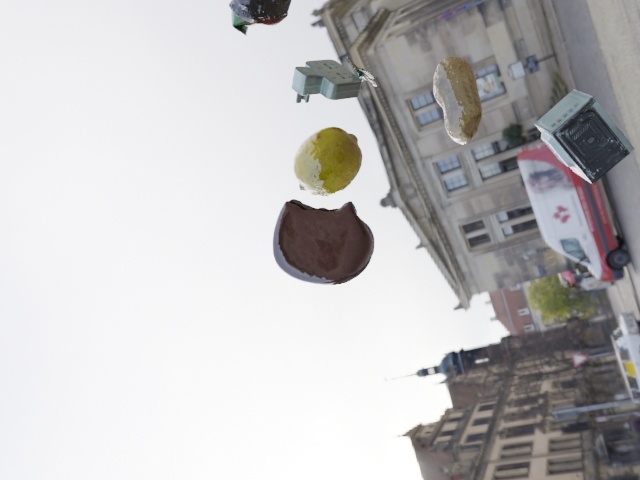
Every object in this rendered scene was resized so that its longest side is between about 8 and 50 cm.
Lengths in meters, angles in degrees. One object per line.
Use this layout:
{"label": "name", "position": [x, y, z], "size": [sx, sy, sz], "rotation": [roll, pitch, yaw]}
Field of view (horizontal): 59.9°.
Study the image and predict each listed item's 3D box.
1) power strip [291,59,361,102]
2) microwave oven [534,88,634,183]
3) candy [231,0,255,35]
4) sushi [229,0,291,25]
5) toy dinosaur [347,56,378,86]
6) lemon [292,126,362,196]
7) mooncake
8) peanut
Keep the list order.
{"label": "power strip", "position": [0.005, -0.645, 2.305], "size": [0.260, 0.141, 0.229], "rotation": [-16, -134, -33]}
{"label": "microwave oven", "position": [0.721, -0.282, 1.523], "size": [0.208, 0.162, 0.122], "rotation": [41, -164, -19]}
{"label": "candy", "position": [-0.251, -1.072, 2.330], "size": [0.171, 0.398, 0.263], "rotation": [31, -151, -27]}
{"label": "sushi", "position": [-0.219, -0.886, 2.060], "size": [0.225, 0.126, 0.136], "rotation": [-8, -128, -40]}
{"label": "toy dinosaur", "position": [0.178, -0.694, 2.302], "size": [0.044, 0.106, 0.187], "rotation": [-59, -22, -10]}
{"label": "lemon", "position": [0.029, -0.308, 2.174], "size": [0.260, 0.283, 0.261], "rotation": [-20, -90, -88]}
{"label": "mooncake", "position": [0.000, 0.000, 1.840], "size": [0.334, 0.325, 0.174], "rotation": [62, -171, 12]}
{"label": "peanut", "position": [0.367, -0.373, 1.488], "size": [0.110, 0.120, 0.237], "rotation": [-7, -93, -57]}
